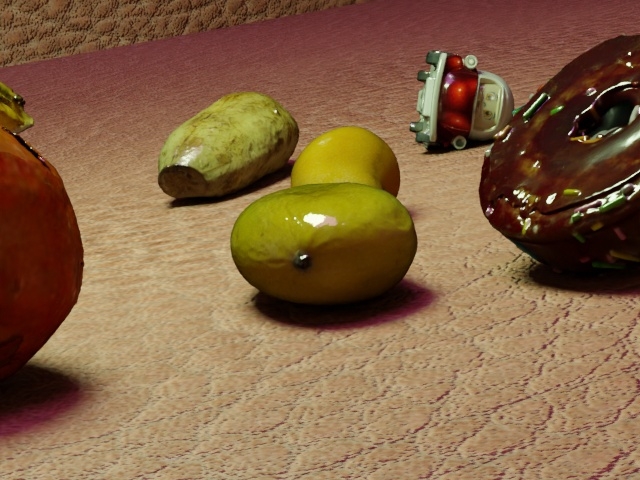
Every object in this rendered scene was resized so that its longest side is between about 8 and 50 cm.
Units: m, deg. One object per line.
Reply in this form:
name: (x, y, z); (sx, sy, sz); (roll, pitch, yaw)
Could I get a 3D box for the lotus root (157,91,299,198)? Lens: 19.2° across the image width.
lotus root: (-0.097, -0.106, 2.075); (0.110, 0.097, 0.258); (0, 17, 21)

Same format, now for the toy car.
toy car: (0.165, -0.156, 2.164); (0.112, 0.112, 0.139); (7, 1, -3)

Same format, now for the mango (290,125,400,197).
mango: (0.023, -0.050, 1.747); (0.102, 0.084, 0.184); (-3, 22, 3)

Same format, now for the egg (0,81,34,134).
egg: (-0.515, -0.138, 2.349); (0.286, 0.174, 0.264); (15, -2, -33)

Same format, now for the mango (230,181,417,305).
mango: (-0.006, 0.001, 1.494); (0.137, 0.091, 0.237); (-5, 4, -17)

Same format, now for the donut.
donut: (0.236, -0.066, 1.468); (0.235, 0.089, 0.235); (-30, 27, 18)

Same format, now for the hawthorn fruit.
hawthorn fruit: (-0.291, 0.005, 1.359); (0.211, 0.211, 0.299); (-11, 8, -20)
